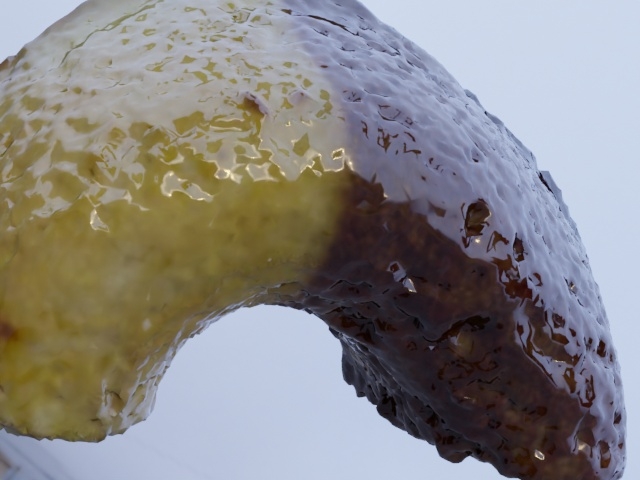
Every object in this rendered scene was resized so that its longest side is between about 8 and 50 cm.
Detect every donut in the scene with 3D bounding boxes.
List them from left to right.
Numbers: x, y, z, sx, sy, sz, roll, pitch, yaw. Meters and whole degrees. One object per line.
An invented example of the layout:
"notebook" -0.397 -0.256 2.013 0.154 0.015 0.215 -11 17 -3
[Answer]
"donut" 0.000 0.000 0.434 0.295 0.151 0.112 8 21 -21
